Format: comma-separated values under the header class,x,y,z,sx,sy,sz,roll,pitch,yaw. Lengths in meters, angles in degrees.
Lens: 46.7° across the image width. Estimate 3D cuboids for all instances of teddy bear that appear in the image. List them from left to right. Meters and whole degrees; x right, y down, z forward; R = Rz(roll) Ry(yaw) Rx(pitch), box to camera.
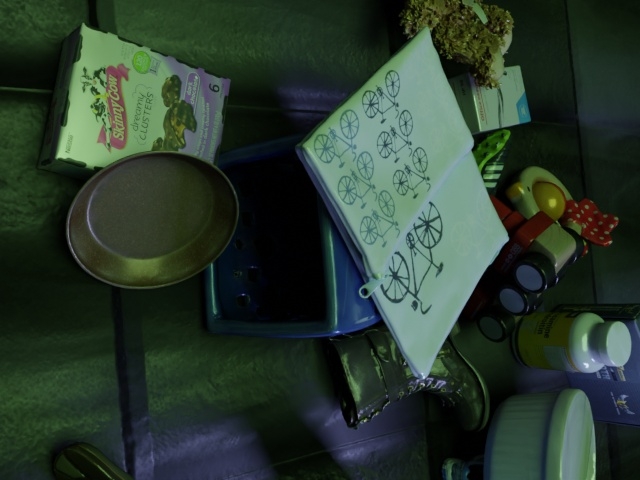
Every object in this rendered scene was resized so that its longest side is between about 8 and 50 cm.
class,x,y,z,sx,sy,sz,roll,pitch,yaw
teddy bear,0.188,-0.382,1.188,0.338,0.113,0.245,28,56,-31

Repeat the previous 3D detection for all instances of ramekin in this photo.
class,x,y,z,sx,sy,sz,roll,pitch,yaw
ramekin,0.357,0.373,1.200,0.273,0.127,0.273,6,83,-59

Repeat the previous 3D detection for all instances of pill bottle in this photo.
class,x,y,z,sx,sy,sz,roll,pitch,yaw
pill bottle,0.433,0.175,1.283,0.103,0.184,0.103,4,83,-37

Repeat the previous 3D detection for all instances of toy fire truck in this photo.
class,x,y,z,sx,sy,sz,roll,pitch,yaw
toy fire truck,0.248,0.019,1.180,0.158,0.217,0.246,-33,67,-34

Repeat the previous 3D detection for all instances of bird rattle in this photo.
class,x,y,z,sx,sy,sz,roll,pitch,yaw
bird rattle,0.433,-0.048,1.349,0.253,0.143,0.207,-31,88,-38

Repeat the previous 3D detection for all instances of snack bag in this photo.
class,x,y,z,sx,sy,sz,roll,pitch,yaw
snack bag,0.126,-0.047,0.906,0.323,0.037,0.342,-49,121,-42

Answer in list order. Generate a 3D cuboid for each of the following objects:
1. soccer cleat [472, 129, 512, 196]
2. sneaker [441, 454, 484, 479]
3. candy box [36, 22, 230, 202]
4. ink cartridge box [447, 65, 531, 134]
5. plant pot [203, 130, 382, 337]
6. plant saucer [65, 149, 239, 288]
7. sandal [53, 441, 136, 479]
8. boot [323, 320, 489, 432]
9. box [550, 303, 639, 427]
class,x,y,z,sx,sy,sz,roll,pitch,yaw
soccer cleat,0.286,-0.114,1.286,0.072,0.060,0.179,47,66,-35
sneaker,0.263,0.383,1.214,0.135,0.058,0.052,7,82,-37
candy box,-0.219,-0.143,0.891,0.196,0.070,0.165,15,78,-35
ink cartridge box,0.279,-0.239,1.284,0.180,0.060,0.104,-17,96,-37
plant pot,0.000,0.000,0.950,0.212,0.236,0.236,2,84,-44
plant saucer,-0.195,-0.029,0.865,0.199,0.036,0.198,-14,134,-15
sandal,-0.217,0.309,0.857,0.219,0.090,0.060,50,22,-12
boot,0.126,0.218,1.121,0.229,0.091,0.263,-27,98,-30
box,0.538,0.228,1.359,0.059,0.183,0.232,-32,105,-35
